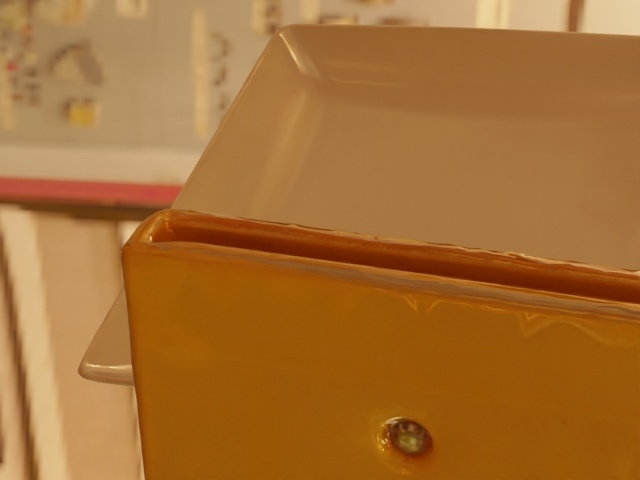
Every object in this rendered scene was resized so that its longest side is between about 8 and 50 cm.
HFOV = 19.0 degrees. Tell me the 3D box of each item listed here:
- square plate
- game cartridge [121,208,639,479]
[{"bbox_3d":[0.074,-0.010,1.167,0.049,0.347,0.344,73,32,-40],"label":"square plate"},{"bbox_3d":[0.051,0.150,0.939,0.053,0.285,0.324,-55,148,-54],"label":"game cartridge"}]
